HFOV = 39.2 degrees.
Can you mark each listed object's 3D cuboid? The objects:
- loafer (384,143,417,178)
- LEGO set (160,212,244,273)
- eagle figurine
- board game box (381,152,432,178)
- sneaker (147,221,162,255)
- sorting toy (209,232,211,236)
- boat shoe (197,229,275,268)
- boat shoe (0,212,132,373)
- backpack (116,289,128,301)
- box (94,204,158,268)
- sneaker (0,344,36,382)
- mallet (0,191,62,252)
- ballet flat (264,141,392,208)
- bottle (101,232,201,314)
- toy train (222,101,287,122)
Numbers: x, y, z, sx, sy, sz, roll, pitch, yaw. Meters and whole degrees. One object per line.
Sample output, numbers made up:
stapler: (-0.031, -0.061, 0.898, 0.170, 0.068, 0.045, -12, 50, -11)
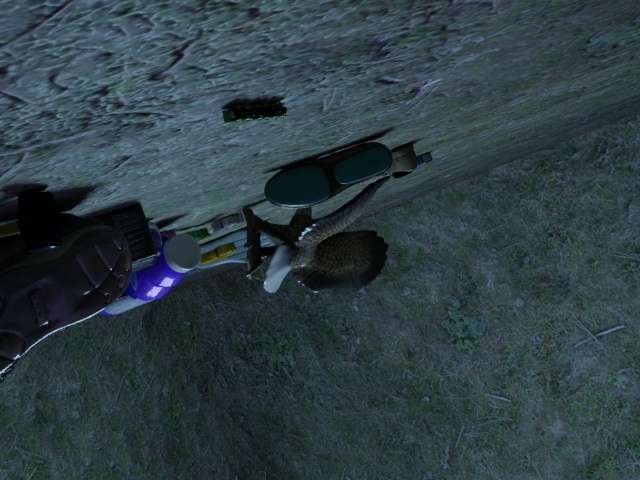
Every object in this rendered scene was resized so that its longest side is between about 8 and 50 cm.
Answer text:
loafer: (0.140, -0.139, 1.679, 0.056, 0.050, 0.148, -18, 177, -13)
LEGO set: (-0.222, 0.008, 1.743, 0.227, 0.087, 0.093, -18, 178, -41)
eagle figurine: (-0.001, -0.011, 1.760, 0.298, 0.225, 0.226, -2, 174, -3)
board game box: (0.183, -0.158, 1.925, 0.090, 0.020, 0.090, -19, 179, -14)
sneaker: (-0.326, 0.020, 1.412, 0.170, 0.071, 0.068, -17, 177, -29)
sorting toy: (-0.364, 0.045, 1.952, 0.275, 0.046, 0.132, -19, 178, -7)
boat shoe: (-0.210, 0.012, 2.213, 0.226, 0.083, 0.076, -8, -167, 21)
boat shoe: (-0.388, 0.070, 1.018, 0.355, 0.132, 0.130, -25, -140, -37)
backpack: (-0.408, 0.069, 1.524, 0.098, 0.101, 0.120, -23, 172, 29)
box: (-0.332, 0.020, 1.288, 0.180, 0.077, 0.147, -19, 178, -13)
sneaker: (-0.592, 0.150, 1.638, 0.330, 0.147, 0.130, -42, 174, 20)
mallet: (-0.355, 0.004, 0.954, 0.190, 0.062, 0.039, -20, 175, 20)
ballet flat: (0.012, -0.101, 1.406, 0.206, 0.073, 0.067, -15, -168, -2)
bottle: (-0.325, 0.055, 1.636, 0.283, 0.118, 0.092, -20, 177, 44)
toy train: (-0.064, -0.125, 0.880, 0.024, 0.017, 0.083, -9, -176, 36)
